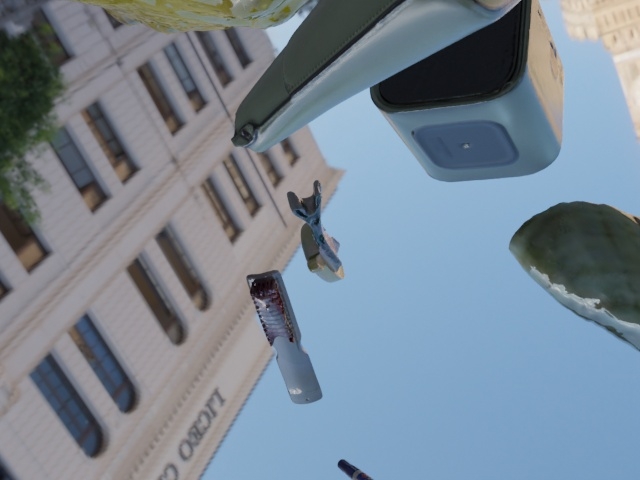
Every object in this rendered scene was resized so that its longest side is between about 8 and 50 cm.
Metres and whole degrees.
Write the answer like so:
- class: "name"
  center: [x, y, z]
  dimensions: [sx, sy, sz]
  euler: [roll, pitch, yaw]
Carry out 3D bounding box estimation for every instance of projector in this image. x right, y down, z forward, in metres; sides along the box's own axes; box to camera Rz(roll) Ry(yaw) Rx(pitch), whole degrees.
- class: "projector"
  center: [0.246, -0.260, 1.414]
  dimensions: [0.248, 0.249, 0.248]
  euler: [-3, -114, 27]

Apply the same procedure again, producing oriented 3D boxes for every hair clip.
- class: "hair clip"
  center: [-0.001, 0.003, 1.528]
  dimensions: [0.071, 0.218, 0.159]
  euler: [-16, -135, 8]

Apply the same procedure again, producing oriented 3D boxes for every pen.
- class: "pen"
  center: [0.079, 0.391, 1.393]
  dimensions: [0.025, 0.025, 0.204]
  euler: [-34, -161, -18]

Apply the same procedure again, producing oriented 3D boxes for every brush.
- class: "brush"
  center: [-0.058, 0.183, 1.493]
  dimensions: [0.060, 0.321, 0.050]
  euler: [-11, -141, 7]

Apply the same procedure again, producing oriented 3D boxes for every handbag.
- class: "handbag"
  center: [0.043, -0.164, 0.739]
  dimensions: [0.315, 0.109, 0.241]
  euler: [-38, -176, 46]

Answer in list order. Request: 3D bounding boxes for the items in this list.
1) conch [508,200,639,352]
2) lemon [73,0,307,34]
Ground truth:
- class: "conch"
  center: [0.264, 0.085, 0.330]
  dimensions: [0.203, 0.386, 0.169]
  euler: [-56, -176, 1]
- class: "lemon"
  center: [-0.054, -0.204, 0.355]
  dimensions: [0.234, 0.233, 0.288]
  euler: [-31, -151, -12]
